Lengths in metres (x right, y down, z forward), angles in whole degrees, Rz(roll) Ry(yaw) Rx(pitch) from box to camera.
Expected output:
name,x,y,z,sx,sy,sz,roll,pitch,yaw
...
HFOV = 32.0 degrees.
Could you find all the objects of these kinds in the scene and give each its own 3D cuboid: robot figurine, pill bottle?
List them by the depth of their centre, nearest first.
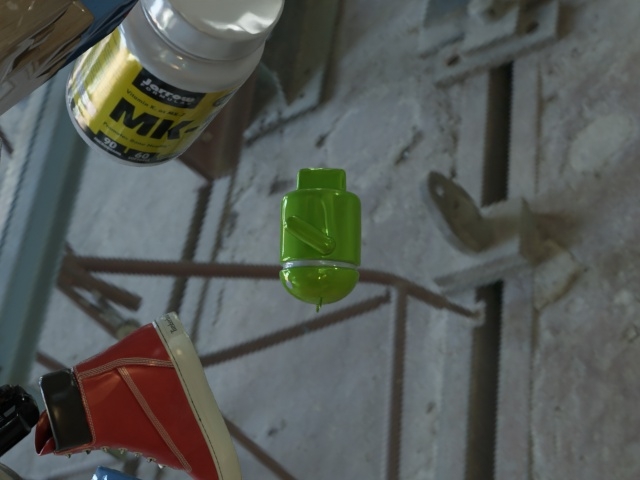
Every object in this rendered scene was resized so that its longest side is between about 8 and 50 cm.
name,x,y,z,sx,sy,sz,roll,pitch,yaw
pill bottle,-0.115,-0.148,0.866,0.208,0.119,0.119,-38,27,56
robot figurine,0.000,0.000,0.910,0.067,0.101,0.115,1,80,0

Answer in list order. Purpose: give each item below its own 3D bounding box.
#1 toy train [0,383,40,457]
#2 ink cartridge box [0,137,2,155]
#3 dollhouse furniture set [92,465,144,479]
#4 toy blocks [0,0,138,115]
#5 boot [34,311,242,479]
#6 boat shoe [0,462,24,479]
name,x,y,z,sx,sy,sz,roll,pitch,yaw
toy train,-0.221,0.141,0.618,0.158,0.027,0.036,-41,41,-18
ink cartridge box,-0.267,0.007,0.709,0.175,0.072,0.127,-16,67,56
dollhouse furniture set,-0.016,0.305,0.746,0.303,0.286,0.198,13,73,26
toy blocks,-0.229,-0.167,0.449,0.191,0.381,0.261,-37,10,46
boot,-0.183,0.201,1.116,0.176,0.244,0.088,-26,35,-11
boat shoe,-0.421,0.216,0.995,0.116,0.324,0.123,-67,-5,-71
